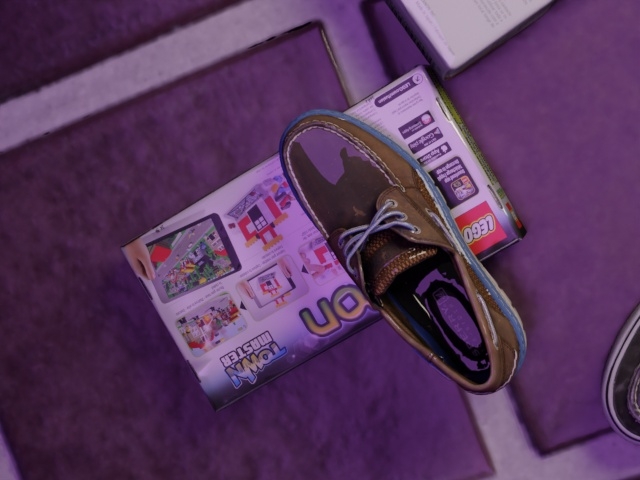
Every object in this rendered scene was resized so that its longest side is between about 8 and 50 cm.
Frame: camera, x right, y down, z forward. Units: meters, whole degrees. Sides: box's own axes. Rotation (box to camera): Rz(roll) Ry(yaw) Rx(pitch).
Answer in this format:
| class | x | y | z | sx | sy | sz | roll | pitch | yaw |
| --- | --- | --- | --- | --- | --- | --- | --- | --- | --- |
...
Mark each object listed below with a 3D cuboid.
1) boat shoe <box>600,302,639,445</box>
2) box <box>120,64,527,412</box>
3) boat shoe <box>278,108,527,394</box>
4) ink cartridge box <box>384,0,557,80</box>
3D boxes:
| class | x | y | z | sx | sy | sz | roll | pitch | yaw |
| --- | --- | --- | --- | --- | --- | --- | --- | --- | --- |
| boat shoe | 0.232 | 0.030 | 0.765 | 0.078 | 0.070 | 0.219 | 45 | 104 | 4 |
| box | 0.000 | 0.000 | 0.830 | 0.207 | 0.036 | 0.114 | -30 | 90 | 14 |
| boat shoe | 0.044 | 0.004 | 0.767 | 0.066 | 0.066 | 0.183 | -43 | 87 | 13 |
| ink cartridge box | 0.100 | -0.197 | 0.794 | 0.179 | 0.045 | 0.145 | -35 | 88 | -4 |
